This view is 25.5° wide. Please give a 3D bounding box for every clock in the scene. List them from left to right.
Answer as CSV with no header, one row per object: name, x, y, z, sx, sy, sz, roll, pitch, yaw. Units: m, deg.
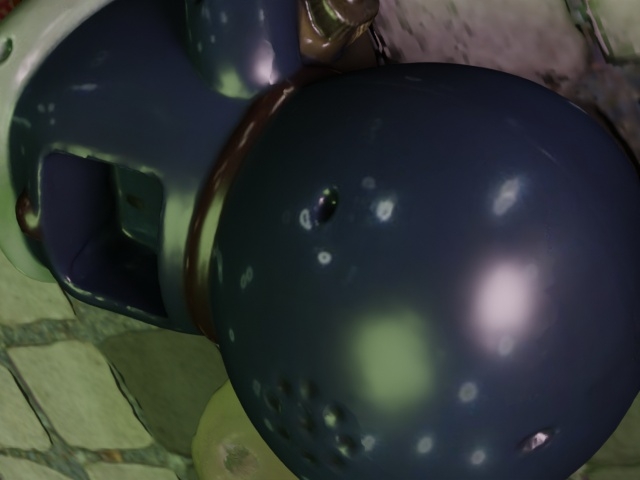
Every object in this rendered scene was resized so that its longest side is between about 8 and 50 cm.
clock,0.000,0.000,0.494,0.243,0.146,0.200,27,132,28

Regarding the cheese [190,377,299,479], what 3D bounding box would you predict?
cheese,0.049,0.127,0.616,0.227,0.064,0.137,32,139,11

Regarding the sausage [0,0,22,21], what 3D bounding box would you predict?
sausage,-0.179,-0.159,0.551,0.071,0.071,0.234,6,127,34
